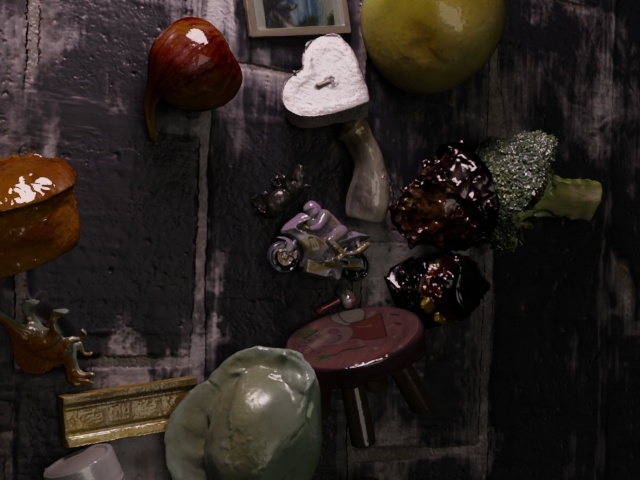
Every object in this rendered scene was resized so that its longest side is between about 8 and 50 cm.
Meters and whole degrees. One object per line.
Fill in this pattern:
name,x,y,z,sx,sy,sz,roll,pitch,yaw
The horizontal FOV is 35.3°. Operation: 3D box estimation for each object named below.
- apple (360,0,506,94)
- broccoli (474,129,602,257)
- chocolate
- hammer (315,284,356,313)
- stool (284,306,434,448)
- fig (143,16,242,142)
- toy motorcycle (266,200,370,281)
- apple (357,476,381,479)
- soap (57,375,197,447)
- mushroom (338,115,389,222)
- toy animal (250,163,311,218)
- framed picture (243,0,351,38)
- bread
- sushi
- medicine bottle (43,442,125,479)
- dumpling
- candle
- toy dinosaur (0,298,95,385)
apple,0.238,-0.454,2.026,0.258,0.233,0.295,46,68,-23
broccoli,0.479,-0.127,2.169,0.361,0.221,0.252,-20,104,-37
chocolate,0.229,-0.068,2.022,0.177,0.206,0.224,-19,97,-25
hammer,0.028,0.124,2.006,0.083,0.052,0.031,-27,138,-7
stool,0.076,0.251,1.913,0.272,0.272,0.178,-22,110,-26
fig,-0.254,-0.299,1.819,0.207,0.175,0.175,-30,102,-6
toy motorcycle,0.000,0.000,1.976,0.225,0.073,0.152,7,82,-26
apple,0.087,0.525,1.977,0.126,0.126,0.102,-37,71,-24
soap,-0.340,0.307,1.808,0.252,0.037,0.092,-5,91,-28
mushroom,0.089,-0.146,2.022,0.081,0.092,0.223,-16,100,-61
toy animal,-0.068,-0.100,1.960,0.136,0.047,0.065,-46,113,-23
framed picture,-0.062,-0.560,1.994,0.232,0.024,0.315,-10,93,-28
bread,-0.521,-0.036,1.589,0.312,0.312,0.172,-21,110,-26
sushi,0.259,0.098,2.060,0.172,0.150,0.153,-27,100,-26
medicine bottle,-0.372,0.487,1.726,0.144,0.144,0.252,-21,96,-26
dumpling,-0.116,0.359,1.779,0.270,0.212,0.321,36,63,-16
candle,0.022,-0.299,1.968,0.168,0.068,0.192,29,75,8
toy dinosaur,-0.490,0.177,1.738,0.212,0.057,0.142,8,104,-15
